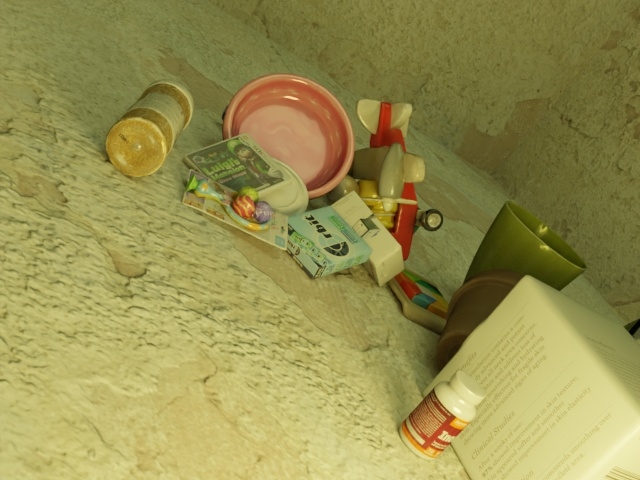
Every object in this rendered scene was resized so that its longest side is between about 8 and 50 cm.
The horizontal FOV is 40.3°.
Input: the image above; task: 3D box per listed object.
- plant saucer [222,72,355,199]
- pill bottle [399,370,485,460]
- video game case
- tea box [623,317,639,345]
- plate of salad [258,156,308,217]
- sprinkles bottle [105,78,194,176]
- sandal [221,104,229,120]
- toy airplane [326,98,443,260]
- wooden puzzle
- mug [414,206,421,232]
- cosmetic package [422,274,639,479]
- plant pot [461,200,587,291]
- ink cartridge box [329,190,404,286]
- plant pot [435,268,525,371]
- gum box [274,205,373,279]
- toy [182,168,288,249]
[{"bbox_3d":[-0.082,-0.245,2.138,0.332,0.332,0.084,37,-24,-3],"label":"plant saucer"},{"bbox_3d":[0.213,0.301,1.511,0.086,0.152,0.086,33,19,-13],"label":"pill bottle"},{"bbox_3d":[-0.183,-0.159,1.955,0.190,0.022,0.173,-27,63,-41],"label":"video game case"},{"bbox_3d":[0.731,0.327,2.021,0.329,0.323,0.220,-17,74,-57],"label":"tea box"},{"bbox_3d":[-0.123,-0.116,2.005,0.199,0.048,0.200,16,47,-18],"label":"plate of salad"},{"bbox_3d":[-0.347,-0.242,1.811,0.121,0.121,0.355,34,19,-12],"label":"sprinkles bottle"},{"bbox_3d":[-0.161,-0.265,2.270,0.138,0.126,0.317,-12,50,-22],"label":"sandal"},{"bbox_3d":[0.138,-0.176,2.245,0.272,0.386,0.385,-17,57,-17],"label":"toy airplane"},{"bbox_3d":[0.255,0.140,2.155,0.220,0.044,0.239,28,21,-29],"label":"wooden puzzle"},{"bbox_3d":[0.220,-0.069,2.495,0.129,0.097,0.158,33,22,-9],"label":"mug"},{"bbox_3d":[0.466,0.341,1.612,0.327,0.329,0.394,24,23,-34],"label":"cosmetic package"},{"bbox_3d":[0.514,0.092,2.358,0.274,0.294,0.275,34,19,-13],"label":"plant pot"},{"bbox_3d":[0.109,-0.003,2.064,0.191,0.082,0.140,50,-9,24],"label":"ink cartridge box"},{"bbox_3d":[0.363,0.221,1.906,0.263,0.263,0.229,43,38,14],"label":"plant pot"},{"bbox_3d":[0.002,0.001,1.928,0.184,0.041,0.157,-16,55,-45],"label":"gum box"},{"bbox_3d":[-0.165,-0.079,1.812,0.237,0.056,0.137,22,32,-15],"label":"toy"}]
